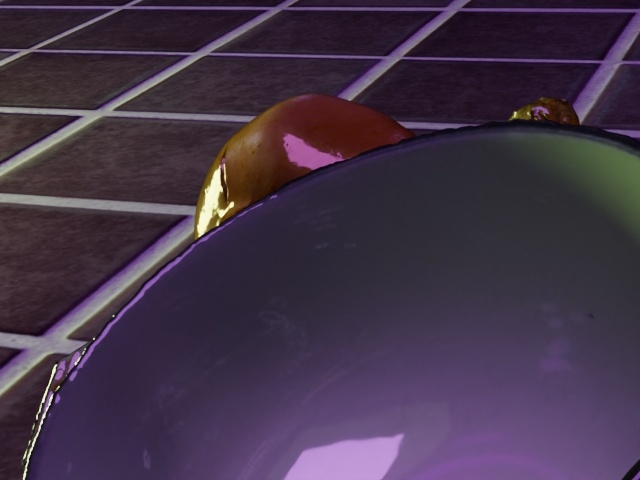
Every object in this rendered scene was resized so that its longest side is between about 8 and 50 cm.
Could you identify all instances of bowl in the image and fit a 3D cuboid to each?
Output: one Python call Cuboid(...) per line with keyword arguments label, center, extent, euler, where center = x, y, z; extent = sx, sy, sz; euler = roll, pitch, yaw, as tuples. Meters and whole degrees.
Cuboid(label="bowl", center=(0.052, 0.116, 0.654), extent=(0.353, 0.185, 0.354), euler=(-21, 31, 14))

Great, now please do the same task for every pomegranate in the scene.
Cuboid(label="pomegranate", center=(0.005, -0.002, 1.016), extent=(0.209, 0.209, 0.209), euler=(-4, 22, 2))

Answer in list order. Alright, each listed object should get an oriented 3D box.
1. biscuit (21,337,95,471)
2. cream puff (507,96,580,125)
Cuboid(label="biscuit", center=(-0.058, 0.109, 0.881), extent=(0.252, 0.052, 0.150), euler=(2, 47, 8))
Cuboid(label="cream puff", center=(0.241, -0.127, 1.456), extent=(0.083, 0.058, 0.083), euler=(-10, 20, -8))
